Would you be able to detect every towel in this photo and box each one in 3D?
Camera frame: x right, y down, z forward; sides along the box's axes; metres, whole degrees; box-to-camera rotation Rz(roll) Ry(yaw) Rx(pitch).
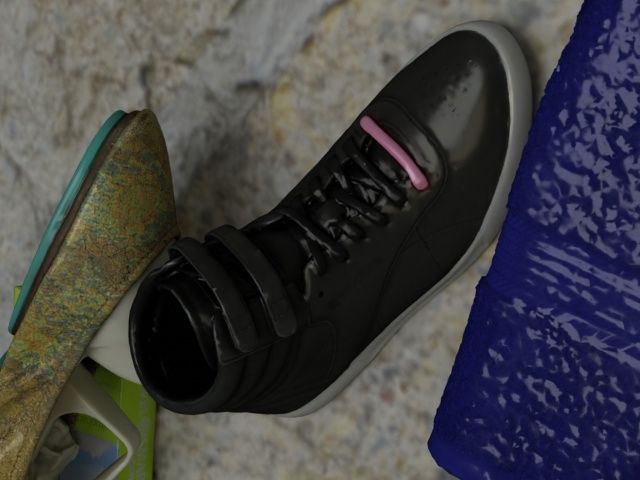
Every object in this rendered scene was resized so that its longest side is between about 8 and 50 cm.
[{"bbox_3d":[0.197,0.021,0.965,0.227,0.076,0.308,26,111,26],"label":"towel"}]

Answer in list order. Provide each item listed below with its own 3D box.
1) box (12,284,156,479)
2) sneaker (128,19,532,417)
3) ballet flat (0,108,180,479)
[{"bbox_3d":[-0.161,0.125,1.276,0.109,0.042,0.178,12,103,36],"label":"box"},{"bbox_3d":[0.000,0.001,1.066,0.104,0.147,0.296,50,122,24],"label":"sneaker"},{"bbox_3d":[-0.149,0.079,1.177,0.123,0.123,0.348,44,118,25],"label":"ballet flat"}]
